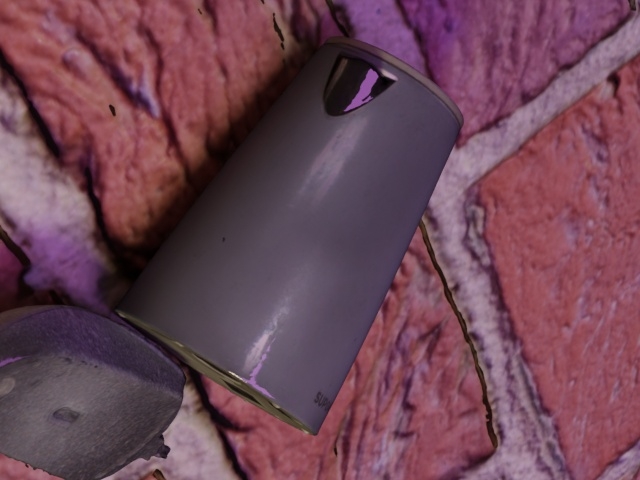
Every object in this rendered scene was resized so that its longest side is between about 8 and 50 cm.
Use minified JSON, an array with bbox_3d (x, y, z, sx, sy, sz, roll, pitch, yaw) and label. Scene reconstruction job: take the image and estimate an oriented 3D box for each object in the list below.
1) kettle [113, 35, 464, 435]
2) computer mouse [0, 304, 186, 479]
[{"bbox_3d":[0.000,0.000,1.178,0.243,0.160,0.210,-57,153,-10],"label":"kettle"},{"bbox_3d":[-0.171,0.095,1.125,0.113,0.068,0.229,-40,147,9],"label":"computer mouse"}]
